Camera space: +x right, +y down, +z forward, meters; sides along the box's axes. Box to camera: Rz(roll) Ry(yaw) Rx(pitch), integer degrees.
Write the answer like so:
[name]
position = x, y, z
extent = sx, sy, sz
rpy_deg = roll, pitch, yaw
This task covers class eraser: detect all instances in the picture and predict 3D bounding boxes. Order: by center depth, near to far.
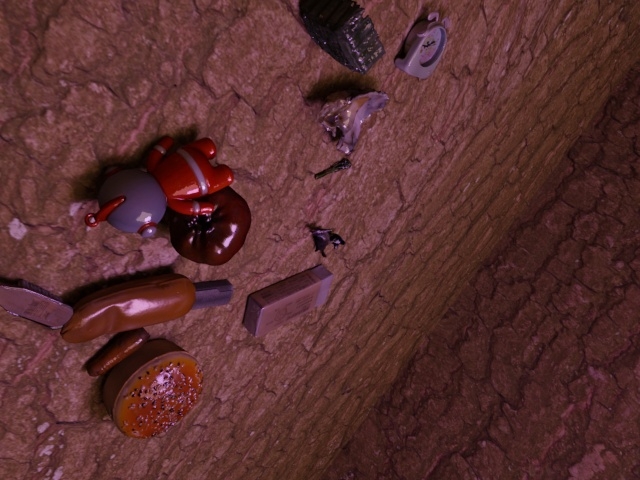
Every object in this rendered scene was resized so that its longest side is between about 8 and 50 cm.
[eraser]
position = -0.105, 0.201, 2.163
extent = 0.343, 0.078, 0.144
rpy_deg = -22, 140, -42

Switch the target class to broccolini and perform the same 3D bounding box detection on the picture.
[broccolini]
position = 0.036, -0.215, 1.953
extent = 0.139, 0.030, 0.035
rpy_deg = -28, 179, -27

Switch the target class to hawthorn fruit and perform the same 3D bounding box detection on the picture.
[hawthorn fruit]
position = -0.260, -0.046, 1.574
extent = 0.208, 0.208, 0.248
rpy_deg = -57, 174, 11

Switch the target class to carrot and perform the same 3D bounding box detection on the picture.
[carrot]
position = -0.542, 0.296, 1.691
extent = 0.186, 0.060, 0.060
rpy_deg = -37, 148, -16

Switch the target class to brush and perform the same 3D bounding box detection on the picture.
[brush]
position = -0.662, 0.101, 1.321
extent = 0.070, 0.065, 0.327
rpy_deg = -46, 141, 4

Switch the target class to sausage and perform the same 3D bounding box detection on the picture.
[sausage]
position = -0.480, 0.164, 1.574
extent = 0.353, 0.116, 0.134
rpy_deg = -11, 145, -44

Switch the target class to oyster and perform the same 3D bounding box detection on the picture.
[oyster]
position = 0.085, -0.353, 1.787
extent = 0.275, 0.100, 0.271
rpy_deg = -53, 155, -23

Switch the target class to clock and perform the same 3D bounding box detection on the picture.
[clock]
position = 0.310, -0.581, 1.876
extent = 0.151, 0.062, 0.191
rpy_deg = -3, 125, -52

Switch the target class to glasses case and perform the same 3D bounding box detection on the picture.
[glasses case]
position = -0.342, 0.160, 1.823
extent = 0.204, 0.047, 0.071
rpy_deg = -3, 124, -52

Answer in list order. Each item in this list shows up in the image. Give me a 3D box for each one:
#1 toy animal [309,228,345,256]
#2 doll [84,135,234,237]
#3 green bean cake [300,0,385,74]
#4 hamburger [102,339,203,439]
[toy animal]
position = 0.010, -0.004, 2.105
extent = 0.105, 0.070, 0.202
rpy_deg = -33, 155, 7
[doll]
position = -0.356, -0.109, 1.386
extent = 0.336, 0.200, 0.105
rpy_deg = -32, 177, -28
[green bean cake]
position = 0.049, -0.494, 1.503
extent = 0.094, 0.173, 0.181
rpy_deg = -48, 151, -2
[hamburger]
position = -0.471, 0.430, 1.818
extent = 0.300, 0.176, 0.300
rpy_deg = -33, 144, -27
